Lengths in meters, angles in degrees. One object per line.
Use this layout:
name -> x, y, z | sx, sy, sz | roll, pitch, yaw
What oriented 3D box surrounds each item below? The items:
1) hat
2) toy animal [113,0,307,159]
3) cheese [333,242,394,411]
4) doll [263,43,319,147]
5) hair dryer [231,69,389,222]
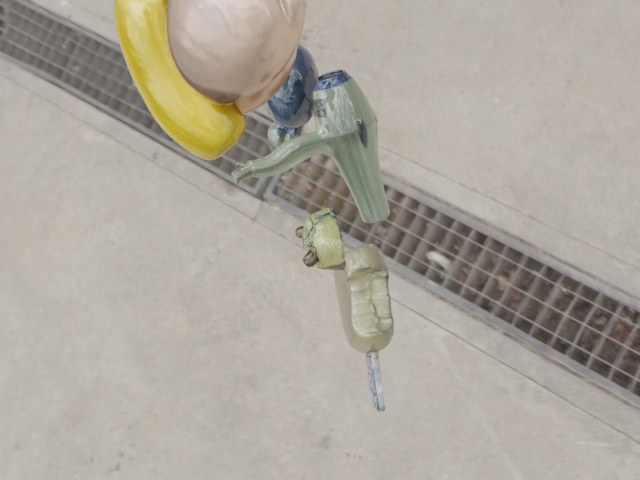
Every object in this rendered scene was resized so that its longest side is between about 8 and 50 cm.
hat -> 0.000, 0.000, 1.172 | 0.059, 0.076, 0.077 | -8, 64, -8
toy animal -> -0.145, -0.320, 1.322 | 0.277, 0.247, 0.345 | 45, 140, 8
cheese -> 0.083, 0.150, 1.520 | 0.082, 0.163, 0.286 | -9, 86, -7
doll -> -0.072, -0.312, 1.849 | 0.154, 0.258, 0.228 | -13, 88, 5
hair dryer -> 0.018, -0.127, 1.670 | 0.298, 0.296, 0.119 | -47, 27, -11
